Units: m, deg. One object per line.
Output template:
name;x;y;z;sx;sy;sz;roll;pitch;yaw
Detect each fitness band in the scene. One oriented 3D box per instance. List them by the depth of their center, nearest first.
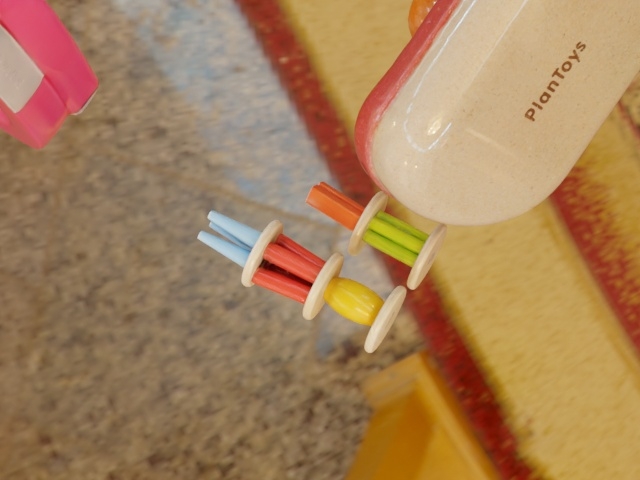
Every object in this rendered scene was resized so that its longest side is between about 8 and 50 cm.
fitness band;-0.225;-0.143;1.027;0.209;0.291;0.054;36;81;13

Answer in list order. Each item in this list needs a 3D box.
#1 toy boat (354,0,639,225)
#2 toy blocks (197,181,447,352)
toy boat;0.109;-0.127;1.274;0.231;0.151;0.151;-55;38;9
toy blocks;0.000;0.000;1.361;0.148;0.123;0.054;28;140;9
